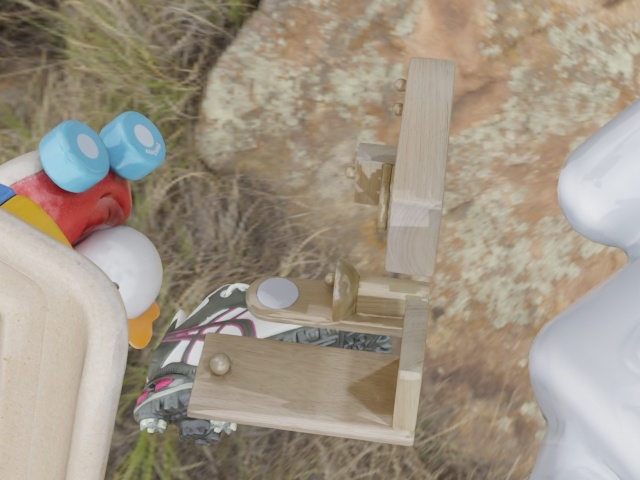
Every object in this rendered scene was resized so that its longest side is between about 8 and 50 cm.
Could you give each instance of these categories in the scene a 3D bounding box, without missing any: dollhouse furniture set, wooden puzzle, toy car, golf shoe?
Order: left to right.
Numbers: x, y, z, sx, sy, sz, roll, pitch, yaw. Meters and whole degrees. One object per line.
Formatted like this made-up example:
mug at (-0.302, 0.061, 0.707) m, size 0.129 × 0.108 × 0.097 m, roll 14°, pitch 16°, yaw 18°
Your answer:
wooden puzzle at (-0.232, 0.048, 0.616) m, size 0.348 × 0.080 × 0.322 m, roll 33°, pitch 134°, yaw 16°
toy car at (-0.258, 0.016, 1.356) m, size 0.219 × 0.210 × 0.238 m, roll -32°, pitch 85°, yaw 27°
golf shoe at (-0.055, 0.080, 0.997) m, size 0.273 × 0.105 × 0.120 m, roll -23°, pitch 51°, yaw 40°
dollhouse furniture set at (0.000, 0.000, 0.655) m, size 0.123 × 0.144 × 0.151 m, roll 6°, pitch 135°, yaw 4°

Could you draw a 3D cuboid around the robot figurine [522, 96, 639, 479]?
robot figurine at (0.218, 0.055, 0.434) m, size 0.353 × 0.200 × 0.300 m, roll -36°, pitch 84°, yaw -2°
